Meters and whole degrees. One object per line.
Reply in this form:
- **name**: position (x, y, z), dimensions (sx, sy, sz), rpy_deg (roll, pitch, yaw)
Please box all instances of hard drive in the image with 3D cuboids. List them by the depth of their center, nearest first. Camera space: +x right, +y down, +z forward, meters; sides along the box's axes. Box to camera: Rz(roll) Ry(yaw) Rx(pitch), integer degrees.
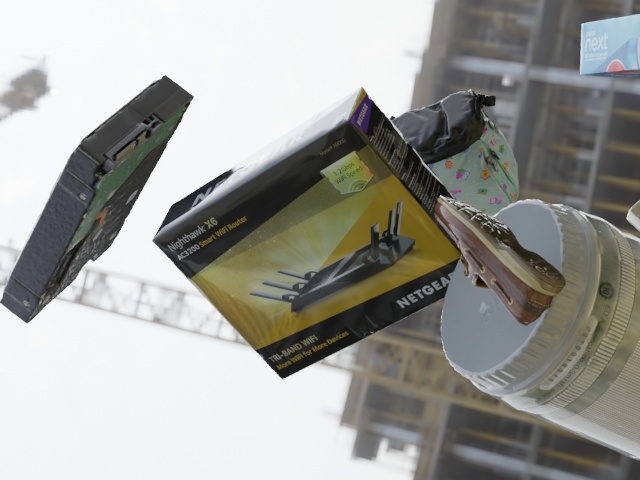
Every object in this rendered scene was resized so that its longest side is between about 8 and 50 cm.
- **hard drive**: position (-0.318, -0.058, 2.137), dimensions (0.339, 0.064, 0.237), rpy_deg (-54, -3, 41)

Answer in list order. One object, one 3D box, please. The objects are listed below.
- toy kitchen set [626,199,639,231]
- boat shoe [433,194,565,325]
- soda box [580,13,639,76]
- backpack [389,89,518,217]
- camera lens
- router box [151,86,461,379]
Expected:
- **toy kitchen set**: position (0.569, 0.016, 2.296), dimensions (0.122, 0.207, 0.166), rpy_deg (-40, -18, -13)
- **boat shoe**: position (0.160, 0.016, 1.469), dimensions (0.064, 0.178, 0.060), rpy_deg (13, -67, -42)
- **soda box**: position (0.409, -0.249, 1.946), dimensions (0.067, 0.210, 0.071), rpy_deg (2, -87, -17)
- **backpack**: position (0.183, -0.097, 1.987), dimensions (0.182, 0.152, 0.115), rpy_deg (48, -139, -39)
- **camera lens**: position (0.295, 0.098, 1.613), dimensions (0.274, 0.219, 0.219), rpy_deg (24, -104, -26)
- **router box**: position (0.000, 0.000, 1.747), dimensions (0.243, 0.309, 0.081), rpy_deg (48, -146, -19)
